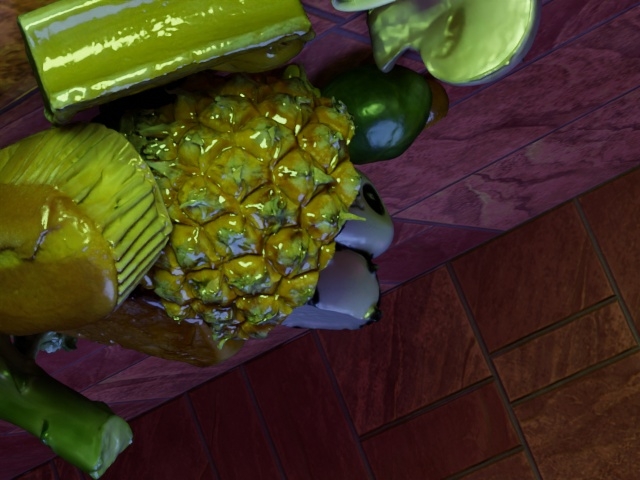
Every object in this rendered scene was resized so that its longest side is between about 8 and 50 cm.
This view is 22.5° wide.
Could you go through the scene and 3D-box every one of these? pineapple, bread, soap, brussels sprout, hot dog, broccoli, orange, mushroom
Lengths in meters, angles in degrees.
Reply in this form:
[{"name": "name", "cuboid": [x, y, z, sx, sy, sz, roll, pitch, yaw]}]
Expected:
[{"name": "pineapple", "cuboid": [-0.113, -0.061, 1.804, 0.286, 0.344, 0.209, 18, 171, -33]}, {"name": "bread", "cuboid": [-0.312, -0.003, 1.775, 0.288, 0.204, 0.156, -7, -155, 38]}, {"name": "soap", "cuboid": [-0.167, -0.213, 1.688, 0.281, 0.143, 0.259, -22, -176, -10]}, {"name": "brussels sprout", "cuboid": [0.067, -0.177, 2.241, 0.181, 0.144, 0.161, -37, -163, 46]}, {"name": "hot dog", "cuboid": [-0.267, 0.022, 2.098, 0.405, 0.185, 0.223, 14, 151, -9]}, {"name": "broccoli", "cuboid": [-0.487, 0.193, 2.331, 0.353, 0.397, 0.274, -12, 139, -22]}, {"name": "orange", "cuboid": [0.154, -0.204, 2.417, 0.083, 0.070, 0.083, -30, 176, -2]}, {"name": "mushroom", "cuboid": [0.197, -0.261, 2.055, 0.236, 0.162, 0.173, -24, 165, 18]}]

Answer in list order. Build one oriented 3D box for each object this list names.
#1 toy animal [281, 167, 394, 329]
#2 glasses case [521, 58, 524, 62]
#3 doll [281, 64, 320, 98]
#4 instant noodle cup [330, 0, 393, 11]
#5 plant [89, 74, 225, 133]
[{"name": "toy animal", "cuboid": [0.004, 0.003, 2.252, 0.187, 0.235, 0.165, 15, 169, -31]}, {"name": "glasses case", "cuboid": [0.229, -0.280, 2.283, 0.071, 0.047, 0.205, -22, 168, 18]}, {"name": "doll", "cuboid": [-0.100, -0.132, 2.143, 0.241, 0.135, 0.099, -44, 172, -1]}, {"name": "instant noodle cup", "cuboid": [0.047, -0.318, 1.671, 0.151, 0.122, 0.151, -20, 164, -6]}, {"name": "plant", "cuboid": [-0.185, -0.126, 1.974, 0.142, 0.164, 0.256, -10, -164, 40]}]
